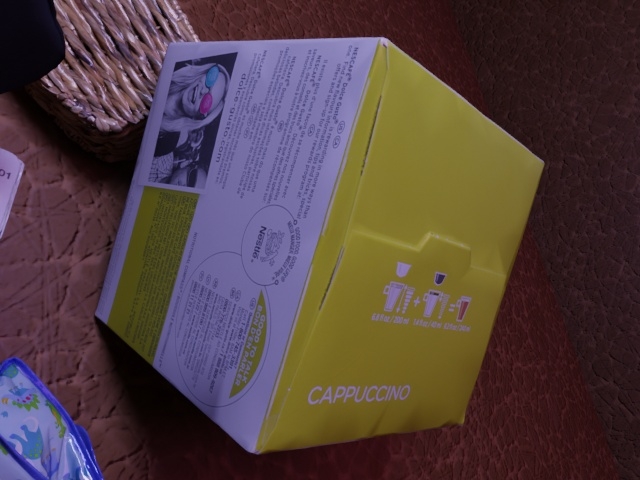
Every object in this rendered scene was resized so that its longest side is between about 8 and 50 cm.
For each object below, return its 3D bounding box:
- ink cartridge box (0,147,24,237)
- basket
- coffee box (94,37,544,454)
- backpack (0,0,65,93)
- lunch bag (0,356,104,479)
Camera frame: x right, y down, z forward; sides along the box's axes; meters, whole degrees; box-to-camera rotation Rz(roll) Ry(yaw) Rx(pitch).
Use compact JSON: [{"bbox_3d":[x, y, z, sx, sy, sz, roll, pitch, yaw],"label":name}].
[{"bbox_3d":[-0.352,-0.020,0.423,0.140,0.191,0.082,26,49,-39],"label":"ink cartridge box"},{"bbox_3d":[-0.305,-0.256,0.723,0.213,0.223,0.299,-32,95,-22],"label":"basket"},{"bbox_3d":[0.000,0.000,0.619,0.338,0.334,0.338,15,93,-46],"label":"coffee box"},{"bbox_3d":[-0.365,-0.220,0.263,0.290,0.273,0.355,-33,68,-31],"label":"backpack"},{"bbox_3d":[-0.264,0.195,0.430,0.151,0.129,0.096,53,5,-6],"label":"lunch bag"}]
